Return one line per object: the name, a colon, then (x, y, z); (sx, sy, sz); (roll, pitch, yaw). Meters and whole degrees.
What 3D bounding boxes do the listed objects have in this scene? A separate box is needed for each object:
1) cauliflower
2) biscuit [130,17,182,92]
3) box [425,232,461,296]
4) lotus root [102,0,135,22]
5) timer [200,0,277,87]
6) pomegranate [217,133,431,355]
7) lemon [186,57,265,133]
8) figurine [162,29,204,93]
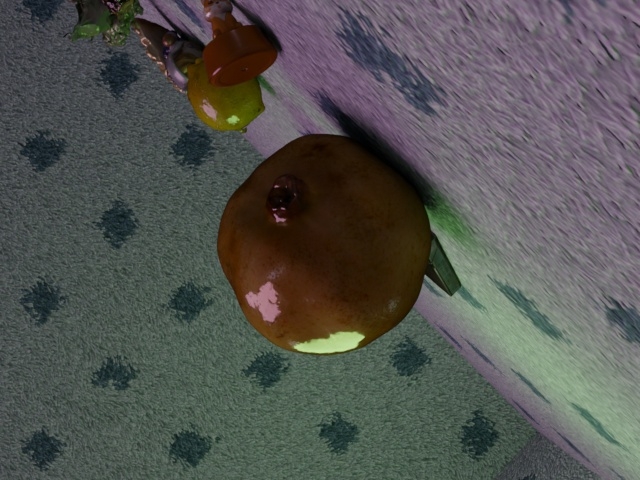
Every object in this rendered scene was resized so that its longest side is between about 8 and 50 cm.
cauliflower: (-0.636, -0.662, 2.154); (0.239, 0.315, 0.256); (11, 140, 5)
biscuit: (-0.447, -0.562, 2.322); (0.309, 0.040, 0.204); (53, -151, 13)
box: (0.230, 0.016, 1.772); (0.180, 0.047, 0.325); (43, 178, 30)
lotus root: (-0.514, -0.663, 1.709); (0.314, 0.141, 0.169); (55, 172, -15)
timer: (-0.165, -0.369, 1.327); (0.132, 0.132, 0.152); (77, 168, -86)
pomegranate: (0.000, 0.000, 1.391); (0.416, 0.416, 0.416); (45, 178, 2)
lemon: (-0.232, -0.354, 1.790); (0.206, 0.173, 0.173); (41, 179, -17)
figurine: (-0.403, -0.533, 2.178); (0.274, 0.133, 0.194); (46, -167, 28)
